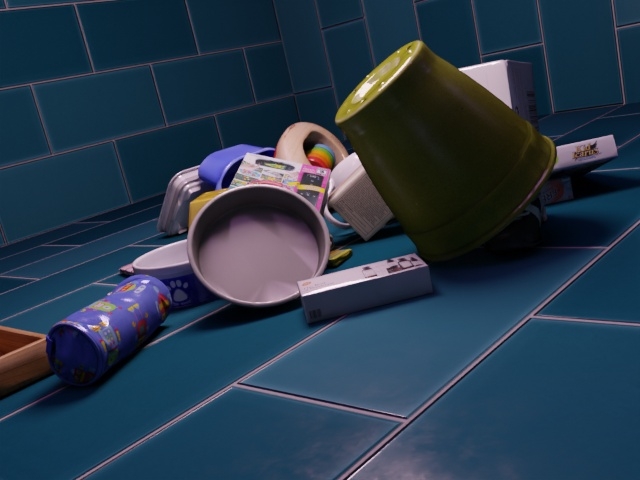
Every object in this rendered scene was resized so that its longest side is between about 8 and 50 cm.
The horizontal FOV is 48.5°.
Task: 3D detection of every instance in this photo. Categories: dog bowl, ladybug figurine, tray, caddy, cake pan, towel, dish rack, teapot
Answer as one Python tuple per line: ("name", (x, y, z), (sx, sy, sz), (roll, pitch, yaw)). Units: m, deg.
("dog bowl", (-0.301, 0.069, 1.676), (0.265, 0.104, 0.265), (-13, 13, 3))
("ladybug figurine", (-0.032, -0.235, 2.360), (0.162, 0.305, 0.449), (-39, 9, 29))
("tray", (-0.708, 0.243, 1.407), (0.411, 0.076, 0.203), (1, 19, 43))
("caddy", (-0.249, -0.188, 2.381), (0.179, 0.241, 0.341), (21, 32, 35))
("cake pan", (-0.127, 0.016, 1.470), (0.293, 0.293, 0.054), (-16, -28, -13))
("towel", (-0.476, 0.073, 2.007), (0.144, 0.029, 0.197), (-21, 13, -30))
("dish rack", (-0.402, -0.148, 2.478), (0.072, 0.285, 0.333), (44, 42, 20))
("towel", (-0.045, 0.050, 1.706), (0.237, 0.021, 0.102), (-6, 9, 29))
("teapot", (0.153, -0.138, 1.970), (0.256, 0.187, 0.252), (-32, -19, 20))

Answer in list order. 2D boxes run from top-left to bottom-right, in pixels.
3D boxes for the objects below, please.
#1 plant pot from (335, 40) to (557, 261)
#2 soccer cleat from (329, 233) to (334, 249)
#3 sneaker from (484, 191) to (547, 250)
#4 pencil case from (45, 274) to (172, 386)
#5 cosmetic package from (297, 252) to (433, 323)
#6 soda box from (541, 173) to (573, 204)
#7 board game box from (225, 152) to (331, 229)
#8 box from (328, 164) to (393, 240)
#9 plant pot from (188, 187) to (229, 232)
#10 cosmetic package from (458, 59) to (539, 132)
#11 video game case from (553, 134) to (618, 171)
("plant pot", (0.228, -0.207, 1.477), (0.366, 0.353, 0.366), (-42, 16, 15))
("soccer cleat", (0.000, 0.000, 1.790), (0.076, 0.068, 0.196), (24, 6, 4))
("sneaker", (0.411, -0.074, 1.518), (0.122, 0.146, 0.330), (-6, 16, 22))
("pencil case", (-0.399, 0.159, 1.351), (0.133, 0.119, 0.306), (14, 18, 9))
("cosmetic package", (0.080, 0.086, 1.335), (0.239, 0.060, 0.099), (-14, 12, -4))
("soda box", (0.526, -0.116, 1.762), (0.183, 0.058, 0.063), (-13, 12, 4))
("board game box", (-0.104, -0.088, 1.693), (0.224, 0.097, 0.303), (11, 33, 2))
("box", (0.177, -0.161, 1.795), (0.311, 0.148, 0.121), (-42, 9, 10))
("plant pot", (-0.242, -0.039, 1.895), (0.212, 0.187, 0.212), (-11, 14, 9))
("cosmetic package", (0.444, -0.356, 2.199), (0.394, 0.329, 0.327), (-6, 8, 30))
("video game case", (0.597, -0.192, 1.838), (0.244, 0.061, 0.269), (-11, -5, 1))
